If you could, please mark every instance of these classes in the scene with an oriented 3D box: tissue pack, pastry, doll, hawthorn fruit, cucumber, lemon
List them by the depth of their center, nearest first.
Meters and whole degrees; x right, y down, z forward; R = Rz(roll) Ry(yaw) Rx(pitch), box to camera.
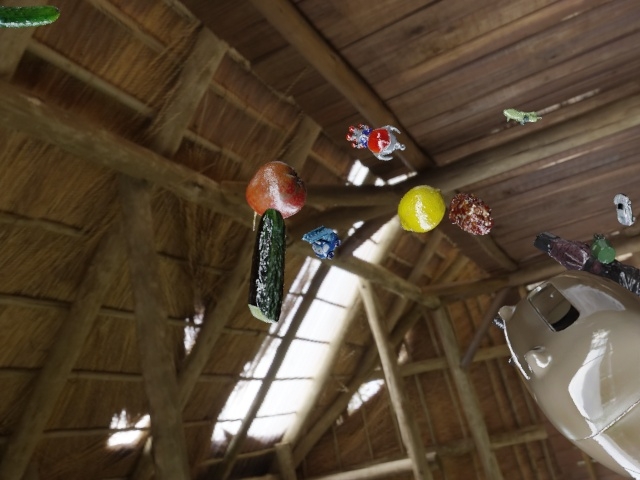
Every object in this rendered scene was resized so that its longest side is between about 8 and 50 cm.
[{"bbox_3d":[-0.534,-0.390,1.027,0.155,0.037,0.037,-20,-90,-38],"label":"cucumber"},{"bbox_3d":[0.501,0.211,1.079,0.277,0.267,0.387,45,-166,-5],"label":"tissue pack"},{"bbox_3d":[-0.108,0.050,1.222,0.074,0.074,0.242,29,-118,-59],"label":"cucumber"},{"bbox_3d":[0.244,-0.075,1.422,0.109,0.133,0.109,38,-164,-13],"label":"lemon"},{"bbox_3d":[-0.142,-0.120,1.626,0.163,0.203,0.163,53,-168,-17],"label":"hawthorn fruit"},{"bbox_3d":[0.451,-0.083,1.785,0.208,0.097,0.115,-108,25,-70],"label":"pastry"},{"bbox_3d":[0.179,-0.319,1.876,0.104,0.194,0.062,-65,-21,-19],"label":"doll"}]

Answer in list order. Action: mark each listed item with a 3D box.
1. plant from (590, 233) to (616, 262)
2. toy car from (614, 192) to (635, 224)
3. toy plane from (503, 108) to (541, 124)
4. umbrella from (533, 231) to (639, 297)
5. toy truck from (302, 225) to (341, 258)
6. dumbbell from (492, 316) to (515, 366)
[{"bbox_3d":[0.663,0.017,1.387,0.051,0.051,0.102,64,-162,-16],"label":"plant"},{"bbox_3d":[0.807,-0.083,1.562,0.041,0.025,0.093,18,140,61],"label":"toy car"},{"bbox_3d":[0.614,-0.379,1.795,0.102,0.111,0.040,84,-166,-84],"label":"toy plane"},{"bbox_3d":[0.676,0.060,1.489,0.090,0.094,0.326,9,-164,-32],"label":"umbrella"},{"bbox_3d":[0.000,0.000,1.435,0.090,0.056,0.073,33,-95,-45],"label":"toy truck"},{"bbox_3d":[0.555,0.274,1.381,0.325,0.143,0.143,31,-169,20],"label":"dumbbell"}]
